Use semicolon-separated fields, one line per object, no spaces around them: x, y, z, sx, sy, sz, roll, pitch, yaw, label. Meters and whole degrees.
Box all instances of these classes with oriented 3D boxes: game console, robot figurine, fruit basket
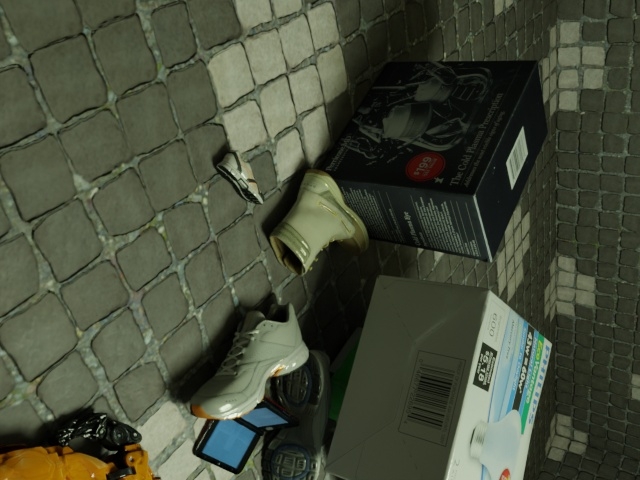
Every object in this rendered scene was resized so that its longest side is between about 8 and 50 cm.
-0.117;0.325;0.995;0.144;0.124;0.085;51;31;-48;game console
-0.298;0.309;0.682;0.291;0.085;0.211;20;43;-59;robot figurine
0.121;0.349;1.315;0.327;0.165;0.353;-51;152;-34;fruit basket

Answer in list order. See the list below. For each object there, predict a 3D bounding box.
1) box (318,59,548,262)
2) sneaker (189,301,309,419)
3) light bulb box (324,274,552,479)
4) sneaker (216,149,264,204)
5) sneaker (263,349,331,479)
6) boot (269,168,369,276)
0.218;-0.166;1.137;0.343;0.312;0.179;-59;140;-27;box
-0.120;0.182;0.956;0.262;0.099;0.121;-32;116;-55;sneaker
0.234;0.293;1.100;0.361;0.225;0.358;32;70;-48;light bulb box
-0.114;-0.095;0.920;0.109;0.040;0.044;53;54;-47;sneaker
-0.024;0.344;1.116;0.129;0.110;0.298;-2;104;-66;sneaker
0.000;0.000;1.078;0.213;0.077;0.165;54;55;-40;boot
